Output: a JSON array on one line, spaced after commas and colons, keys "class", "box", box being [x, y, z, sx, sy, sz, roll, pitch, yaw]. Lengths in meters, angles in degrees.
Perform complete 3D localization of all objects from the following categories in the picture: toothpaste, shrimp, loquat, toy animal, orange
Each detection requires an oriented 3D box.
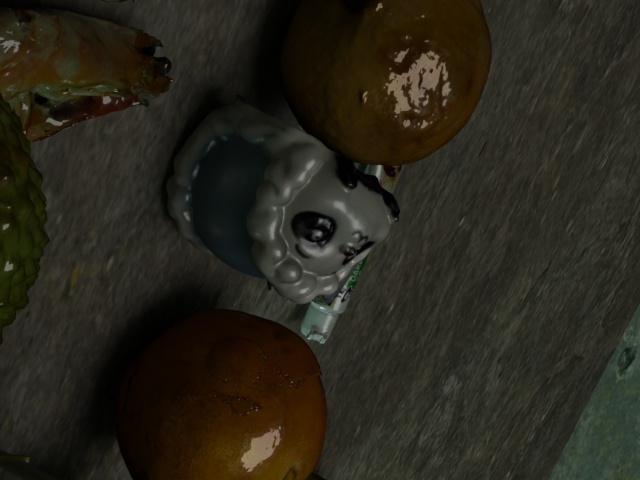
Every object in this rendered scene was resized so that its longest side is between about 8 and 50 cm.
[{"class": "toothpaste", "box": [0.049, -0.018, 1.688, 0.058, 0.056, 0.314, -106, -143, -71]}, {"class": "shrimp", "box": [-0.218, -0.124, 1.089, 0.294, 0.062, 0.154, -9, 140, -54]}, {"class": "loquat", "box": [0.068, -0.183, 1.354, 0.238, 0.193, 0.238, -47, 152, -34]}, {"class": "toy animal", "box": [-0.040, -0.030, 1.340, 0.156, 0.204, 0.208, -59, 147, -1]}, {"class": "orange", "box": [-0.110, 0.193, 1.464, 0.240, 0.240, 0.240, -41, 151, -29]}]

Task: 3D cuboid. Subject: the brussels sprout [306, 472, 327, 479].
[{"class": "brussels sprout", "box": [-0.050, 0.485, 1.844, 0.354, 0.289, 0.281, -61, -162, -21]}]

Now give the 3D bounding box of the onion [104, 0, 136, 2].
[{"class": "onion", "box": [-0.152, -0.234, 1.034, 0.107, 0.097, 0.107, -30, -169, 7]}]

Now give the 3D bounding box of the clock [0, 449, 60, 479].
[{"class": "clock", "box": [-0.292, 0.308, 1.191, 0.106, 0.255, 0.219, 20, 90, -62]}]

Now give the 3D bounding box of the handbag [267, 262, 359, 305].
[{"class": "handbag", "box": [0.000, 0.000, 1.578, 0.173, 0.095, 0.117, -58, 139, -10]}]

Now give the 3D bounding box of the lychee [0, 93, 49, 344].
[{"class": "lychee", "box": [-0.304, -0.017, 0.839, 0.270, 0.270, 0.320, -50, -172, -11]}]
